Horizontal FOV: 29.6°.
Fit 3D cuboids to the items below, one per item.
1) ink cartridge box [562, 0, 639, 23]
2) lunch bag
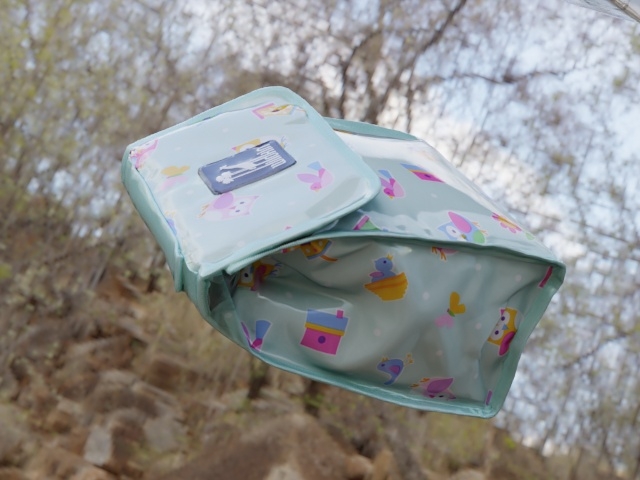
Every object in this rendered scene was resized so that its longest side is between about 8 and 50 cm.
[{"bbox_3d":[0.200,-0.293,1.105,0.197,0.114,0.273,23,12,24],"label":"ink cartridge box"},{"bbox_3d":[0.000,0.000,0.858,0.262,0.160,0.223,12,22,-28],"label":"lunch bag"}]
